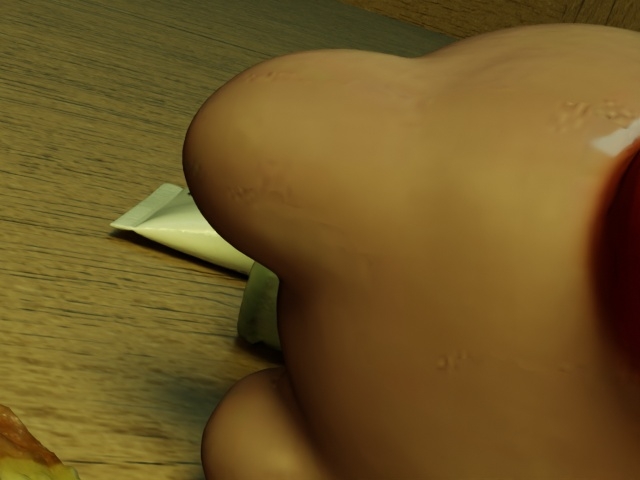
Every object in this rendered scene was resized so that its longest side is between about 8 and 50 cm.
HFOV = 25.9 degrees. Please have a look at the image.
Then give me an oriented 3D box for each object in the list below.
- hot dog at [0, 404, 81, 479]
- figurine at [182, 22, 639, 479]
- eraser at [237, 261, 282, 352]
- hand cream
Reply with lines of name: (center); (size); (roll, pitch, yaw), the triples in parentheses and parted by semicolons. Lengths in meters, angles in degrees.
hot dog: (-0.136, 0.075, 0.381); (0.213, 0.103, 0.146); (38, -1, 23)
figurine: (0.102, 0.035, 0.505); (0.211, 0.270, 0.261); (-24, 32, -39)
eraser: (0.111, 0.037, 0.706); (0.290, 0.189, 0.104); (22, 51, 4)
hand cream: (0.000, 0.000, 0.897); (0.247, 0.083, 0.133); (12, 12, 3)
